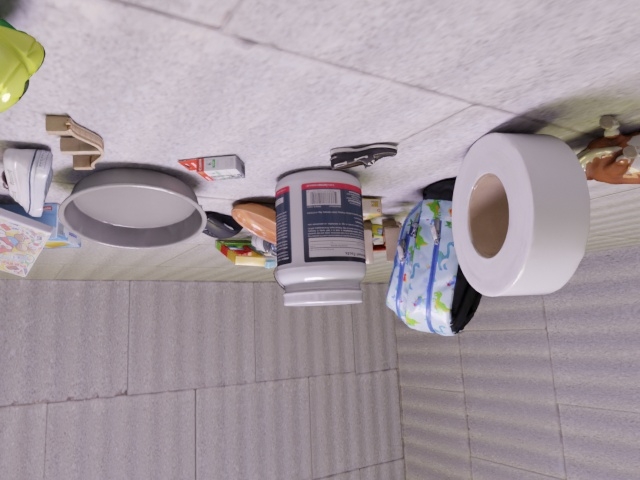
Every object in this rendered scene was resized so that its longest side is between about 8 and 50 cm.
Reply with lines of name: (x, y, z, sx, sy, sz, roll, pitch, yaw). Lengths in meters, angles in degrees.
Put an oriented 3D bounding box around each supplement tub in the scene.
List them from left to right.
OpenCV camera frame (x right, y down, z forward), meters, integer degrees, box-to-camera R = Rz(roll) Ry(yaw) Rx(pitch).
supplement tub: (0.000, 0.000, 1.079, 0.191, 0.272, 0.191, -2, 171, 0)

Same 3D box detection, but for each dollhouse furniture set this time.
dollhouse furniture set: (0.117, 0.023, 1.446, 0.259, 0.135, 0.262, -4, -173, 5)

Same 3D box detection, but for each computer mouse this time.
computer mouse: (-0.341, -0.037, 1.410, 0.184, 0.060, 0.262, -8, 169, 24)

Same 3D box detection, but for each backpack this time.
backpack: (0.303, 0.055, 1.245, 0.273, 0.356, 0.290, -6, 171, 24)

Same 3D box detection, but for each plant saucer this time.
plant saucer: (-0.135, -0.041, 1.300, 0.200, 0.037, 0.200, 24, 164, 7)

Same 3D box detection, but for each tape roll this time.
tape roll: (0.334, -0.044, 0.881, 0.100, 0.286, 0.286, -2, 170, -10)

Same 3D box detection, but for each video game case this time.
video game case: (-0.759, -0.009, 1.141, 0.227, 0.026, 0.206, 25, 132, -32)

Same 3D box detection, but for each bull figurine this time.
bull figurine: (0.553, -0.146, 0.875, 0.310, 0.101, 0.188, -5, 168, 17)

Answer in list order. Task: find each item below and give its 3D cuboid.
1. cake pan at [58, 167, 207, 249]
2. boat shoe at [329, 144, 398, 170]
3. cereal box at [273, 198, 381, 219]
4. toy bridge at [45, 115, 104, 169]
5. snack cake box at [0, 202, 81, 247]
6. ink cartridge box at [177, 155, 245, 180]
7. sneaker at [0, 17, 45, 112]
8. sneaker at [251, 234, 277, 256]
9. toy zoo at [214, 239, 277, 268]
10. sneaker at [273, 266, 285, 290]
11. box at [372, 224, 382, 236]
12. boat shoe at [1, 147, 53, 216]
cake pan: (-0.391, -0.063, 1.067, 0.293, 0.054, 0.293, -6, 155, -3)
boat shoe: (0.079, -0.150, 0.915, 0.125, 0.038, 0.046, -3, 171, 5)
cereal box: (0.014, -0.076, 1.304, 0.240, 0.047, 0.173, 2, 172, -22)
toy bridge: (-0.385, -0.153, 0.810, 0.063, 0.026, 0.188, -3, 171, -15)
snack cake box: (-0.758, -0.031, 1.251, 0.264, 0.089, 0.152, -2, 171, -4)
ink cartridge box: (-0.206, -0.135, 0.955, 0.115, 0.029, 0.063, -4, 171, 7)
sneaker: (-0.397, -0.180, 0.502, 0.295, 0.109, 0.123, -5, 145, 32)
sneaker: (-0.095, 0.002, 1.664, 0.297, 0.111, 0.129, 10, -179, -44)
toy zoo: (-0.227, 0.045, 1.708, 0.192, 0.030, 0.293, 2, -169, -27)
sneaker: (-0.087, 0.081, 1.743, 0.100, 0.271, 0.108, 40, 121, -22)
box: (0.173, -0.024, 1.682, 0.179, 0.043, 0.105, 6, 167, -33)
boat shoe: (-0.532, -0.112, 0.909, 0.075, 0.083, 0.226, 15, 152, -26)
